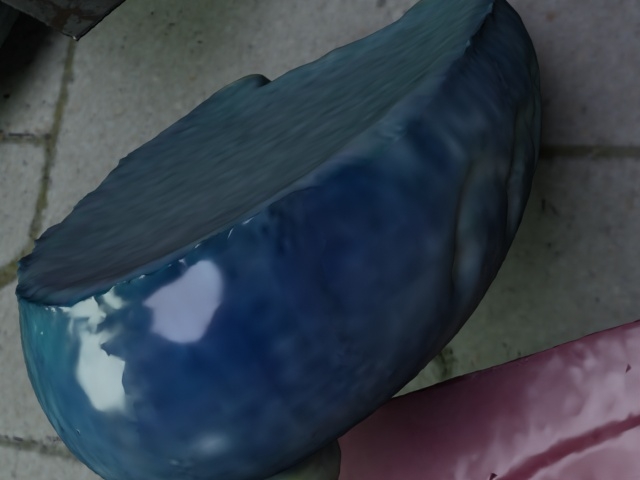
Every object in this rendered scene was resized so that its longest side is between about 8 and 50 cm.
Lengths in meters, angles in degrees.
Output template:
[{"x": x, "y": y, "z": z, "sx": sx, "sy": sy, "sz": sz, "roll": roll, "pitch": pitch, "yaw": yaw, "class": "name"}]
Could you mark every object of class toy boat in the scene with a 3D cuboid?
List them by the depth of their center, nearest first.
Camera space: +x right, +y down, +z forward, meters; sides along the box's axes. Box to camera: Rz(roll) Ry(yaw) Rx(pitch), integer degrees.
[{"x": 0.000, "y": 0.000, "z": 0.552, "sx": 0.215, "sy": 0.330, "sz": 0.123, "roll": -20, "pitch": 108, "yaw": 20, "class": "toy boat"}]

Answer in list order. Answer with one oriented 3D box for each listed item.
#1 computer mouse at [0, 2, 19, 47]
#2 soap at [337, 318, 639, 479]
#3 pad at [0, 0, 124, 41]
[{"x": -0.328, "y": -0.115, "z": 0.811, "sx": 0.374, "sy": 0.114, "sz": 0.203, "roll": -37, "pitch": 50, "yaw": -5, "class": "computer mouse"}, {"x": 0.177, "y": 0.133, "z": 0.481, "sx": 0.359, "sy": 0.128, "sz": 0.233, "roll": -21, "pitch": 70, "yaw": 23, "class": "soap"}, {"x": -0.181, "y": -0.255, "z": 0.786, "sx": 0.367, "sy": 0.007, "sz": 0.247, "roll": 29, "pitch": 63, "yaw": 32, "class": "pad"}]
